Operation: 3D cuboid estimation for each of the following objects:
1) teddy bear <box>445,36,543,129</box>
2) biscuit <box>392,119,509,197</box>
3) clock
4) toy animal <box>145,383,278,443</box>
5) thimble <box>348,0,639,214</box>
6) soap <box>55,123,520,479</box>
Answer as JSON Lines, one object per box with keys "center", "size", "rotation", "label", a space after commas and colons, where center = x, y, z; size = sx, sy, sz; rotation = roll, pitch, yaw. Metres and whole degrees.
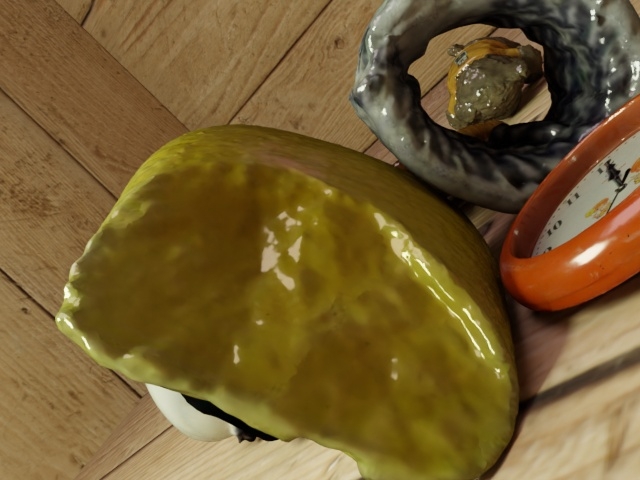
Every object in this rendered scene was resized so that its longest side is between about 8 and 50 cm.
{"center": [0.261, -0.247, 1.160], "size": [0.177, 0.140, 0.190], "rotation": [-41, 16, 18], "label": "teddy bear"}
{"center": [0.107, -0.054, 0.927], "size": [0.305, 0.038, 0.305], "rotation": [-29, -9, -5], "label": "biscuit"}
{"center": [0.202, -0.033, 0.494], "size": [0.205, 0.051, 0.205], "rotation": [-47, 6, 6], "label": "clock"}
{"center": [-0.091, 0.096, 0.851], "size": [0.251, 0.251, 0.310], "rotation": [-49, 14, -27], "label": "toy animal"}
{"center": [0.150, -0.138, 0.661], "size": [0.157, 0.245, 0.217], "rotation": [-92, 10, -82], "label": "thimble"}
{"center": [0.001, -0.003, 0.584], "size": [0.427, 0.306, 0.115], "rotation": [-82, 6, -69], "label": "soap"}
